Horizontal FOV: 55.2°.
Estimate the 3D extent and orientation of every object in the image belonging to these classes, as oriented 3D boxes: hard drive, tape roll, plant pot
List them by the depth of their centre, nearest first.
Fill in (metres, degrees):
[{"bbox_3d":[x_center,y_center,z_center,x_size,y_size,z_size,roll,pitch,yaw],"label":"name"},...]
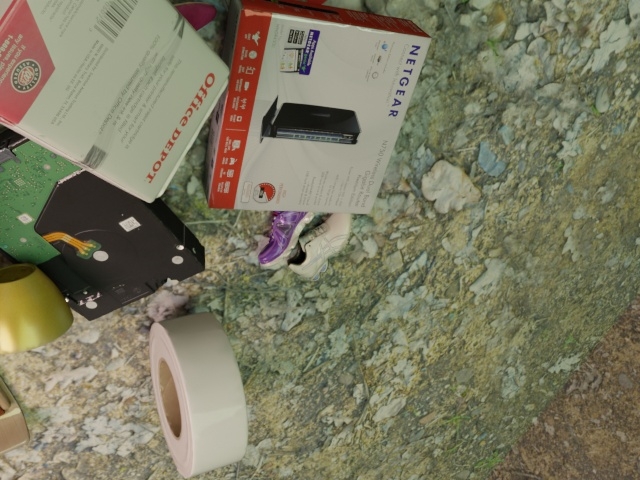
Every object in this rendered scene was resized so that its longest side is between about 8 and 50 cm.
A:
[{"bbox_3d":[-0.444,0.090,0.901,0.134,0.134,0.095,-15,115,-24],"label":"plant pot"},{"bbox_3d":[-0.362,-0.027,0.922,0.237,0.064,0.339,-24,135,12],"label":"hard drive"},{"bbox_3d":[-0.229,0.277,1.115,0.100,0.286,0.286,-10,125,-28],"label":"tape roll"}]

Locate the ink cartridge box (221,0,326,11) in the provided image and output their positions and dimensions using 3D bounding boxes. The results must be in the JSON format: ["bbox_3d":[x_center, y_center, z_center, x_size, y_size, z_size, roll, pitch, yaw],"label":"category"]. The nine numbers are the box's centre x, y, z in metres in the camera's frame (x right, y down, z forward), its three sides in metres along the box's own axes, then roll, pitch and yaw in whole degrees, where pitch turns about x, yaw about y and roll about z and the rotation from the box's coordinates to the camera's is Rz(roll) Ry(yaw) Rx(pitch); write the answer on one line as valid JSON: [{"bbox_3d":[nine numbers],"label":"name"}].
[{"bbox_3d":[-0.074,-0.410,0.897,0.181,0.056,0.224,-37,131,-5],"label":"ink cartridge box"}]

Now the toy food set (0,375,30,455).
[{"bbox_3d":[-0.637,0.271,0.982,0.220,0.092,0.306,-21,130,-18],"label":"toy food set"}]

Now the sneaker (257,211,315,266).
[{"bbox_3d":[-0.074,-0.029,1.165,0.071,0.068,0.169,32,92,-27],"label":"sneaker"}]

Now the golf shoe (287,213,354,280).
[{"bbox_3d":[0.000,0.000,1.219,0.086,0.069,0.176,20,107,-34],"label":"golf shoe"}]

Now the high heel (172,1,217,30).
[{"bbox_3d":[-0.233,-0.249,0.846,0.244,0.082,0.117,-33,109,-33],"label":"high heel"}]

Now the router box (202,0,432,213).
[{"bbox_3d":[-0.018,-0.205,0.994,0.301,0.082,0.335,1,127,-21],"label":"router box"}]

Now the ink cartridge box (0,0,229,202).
[{"bbox_3d":[-0.255,-0.192,0.681,0.207,0.117,0.283,-61,153,-5],"label":"ink cartridge box"}]
